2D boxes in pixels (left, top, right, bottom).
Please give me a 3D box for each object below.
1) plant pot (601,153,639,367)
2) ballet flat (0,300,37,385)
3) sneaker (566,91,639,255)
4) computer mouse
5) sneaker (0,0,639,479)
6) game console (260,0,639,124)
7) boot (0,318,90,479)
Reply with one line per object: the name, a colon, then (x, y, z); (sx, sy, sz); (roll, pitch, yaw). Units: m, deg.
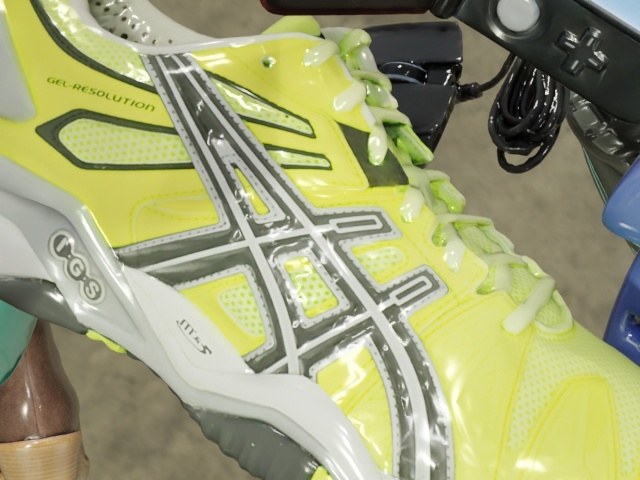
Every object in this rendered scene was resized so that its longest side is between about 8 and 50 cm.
plant pot: (0.262, 0.006, 0.789); (0.236, 0.212, 0.236); (21, 55, 31)
ballet flat: (-0.207, -0.009, 1.125); (0.073, 0.080, 0.232); (28, 124, 13)
sneaker: (0.262, -0.021, 1.282); (0.101, 0.106, 0.267); (-25, 73, 3)
computer mouse: (0.041, -0.114, 1.008); (0.262, 0.060, 0.184); (-10, 56, 49)
sneaker: (0.000, 0.000, 0.692); (0.385, 0.145, 0.147); (29, 106, 7)
game console: (0.073, -0.103, 0.518); (0.124, 0.085, 0.144); (33, 125, 4)
boot: (-0.230, 0.096, 1.377); (0.248, 0.090, 0.206); (-160, 62, -73)
